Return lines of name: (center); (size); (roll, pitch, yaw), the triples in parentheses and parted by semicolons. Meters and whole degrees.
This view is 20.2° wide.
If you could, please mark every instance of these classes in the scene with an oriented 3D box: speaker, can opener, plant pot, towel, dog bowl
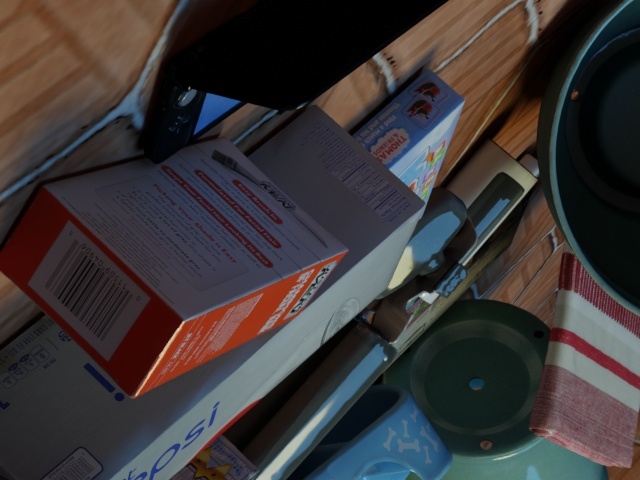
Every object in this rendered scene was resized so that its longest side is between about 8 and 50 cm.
speaker: (0.111, -0.015, 1.448); (0.136, 0.055, 0.055); (-49, 167, 5)
can opener: (0.013, 0.071, 1.386); (0.280, 0.074, 0.093); (-51, 132, 5)
plant pot: (0.303, -0.086, 1.456); (0.293, 0.293, 0.196); (-49, -167, 3)
towel: (0.268, 0.040, 1.695); (0.237, 0.037, 0.329); (31, 67, -60)
dog bowl: (-0.012, 0.207, 1.504); (0.166, 0.074, 0.297); (-13, -168, 39)
plant pot: (0.162, 0.201, 1.814); (0.272, 0.272, 0.255); (-43, 152, -21)

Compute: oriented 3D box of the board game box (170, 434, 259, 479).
board game box: (-0.139, 0.232, 1.333); (0.194, 0.060, 0.194); (-53, 166, 16)

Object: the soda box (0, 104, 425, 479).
soda box: (-0.073, 0.053, 0.967); (0.286, 0.091, 0.098); (-40, 165, -32)

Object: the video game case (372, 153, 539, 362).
video game case: (0.119, 0.026, 1.661); (0.201, 0.023, 0.183); (-43, 166, -19)

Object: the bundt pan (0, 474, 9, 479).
bundt pan: (-0.246, 0.202, 0.721); (0.331, 0.124, 0.331); (-46, 161, -22)

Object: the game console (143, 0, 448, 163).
game console: (-0.011, -0.078, 0.841); (0.122, 0.071, 0.107); (-38, 163, -35)

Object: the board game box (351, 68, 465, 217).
board game box: (0.000, 0.000, 1.168); (0.211, 0.039, 0.160); (-43, 165, -25)

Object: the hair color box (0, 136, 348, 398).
hair color box: (-0.067, 0.008, 0.858); (0.053, 0.093, 0.167); (-54, 165, 26)
